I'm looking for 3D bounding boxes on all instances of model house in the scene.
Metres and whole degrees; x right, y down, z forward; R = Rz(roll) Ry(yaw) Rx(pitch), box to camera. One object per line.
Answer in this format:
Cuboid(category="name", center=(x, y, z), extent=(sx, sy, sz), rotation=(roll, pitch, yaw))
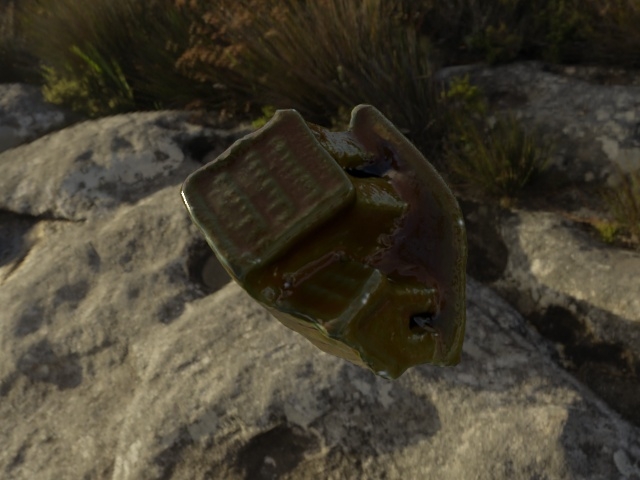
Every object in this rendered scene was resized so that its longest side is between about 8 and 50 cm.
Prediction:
Cuboid(category="model house", center=(0.008, 0.003, 0.694), extent=(0.239, 0.173, 0.268), rotation=(-1, 44, -44))
